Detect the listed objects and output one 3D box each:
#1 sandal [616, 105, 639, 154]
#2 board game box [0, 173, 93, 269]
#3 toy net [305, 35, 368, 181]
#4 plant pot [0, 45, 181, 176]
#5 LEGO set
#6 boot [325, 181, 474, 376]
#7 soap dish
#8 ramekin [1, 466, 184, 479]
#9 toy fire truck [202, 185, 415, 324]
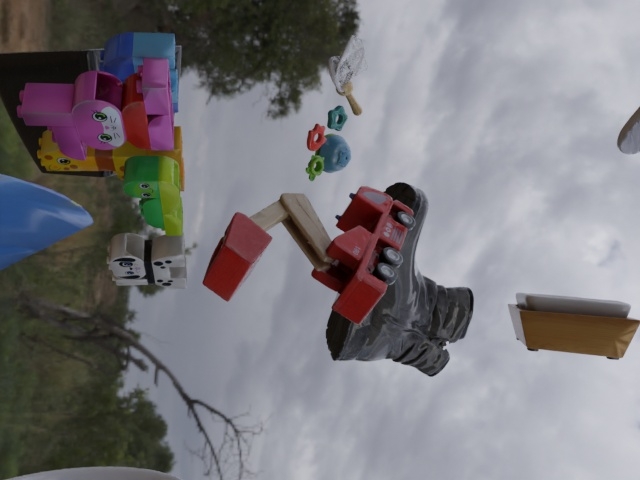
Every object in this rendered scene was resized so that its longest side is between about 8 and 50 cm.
[{"bbox_3d":[0.566,-0.262,1.015,0.265,0.102,0.076,-49,-140,18],"label":"sandal"},{"bbox_3d":[-0.192,-0.018,0.287,0.169,0.133,0.033,-19,-108,36],"label":"board game box"},{"bbox_3d":[0.018,-0.217,1.025,0.045,0.122,0.232,26,-62,40],"label":"toy net"},{"bbox_3d":[-0.315,-0.184,0.883,0.188,0.187,0.167,-35,127,-58],"label":"plant pot"},{"bbox_3d":[-0.135,-0.051,0.396,0.227,0.093,0.087,106,-20,-60],"label":"LEGO set"},{"bbox_3d":[0.159,0.070,1.033,0.118,0.223,0.338,-109,-146,-54],"label":"boot"},{"bbox_3d":[0.539,0.181,1.378,0.291,0.229,0.118,13,82,-78],"label":"soap dish"},{"bbox_3d":[-0.264,0.334,0.629,0.277,0.277,0.135,171,-81,-71],"label":"ramekin"},{"bbox_3d":[0.000,0.000,0.526,0.047,0.135,0.192,-56,-177,37],"label":"toy fire truck"}]
